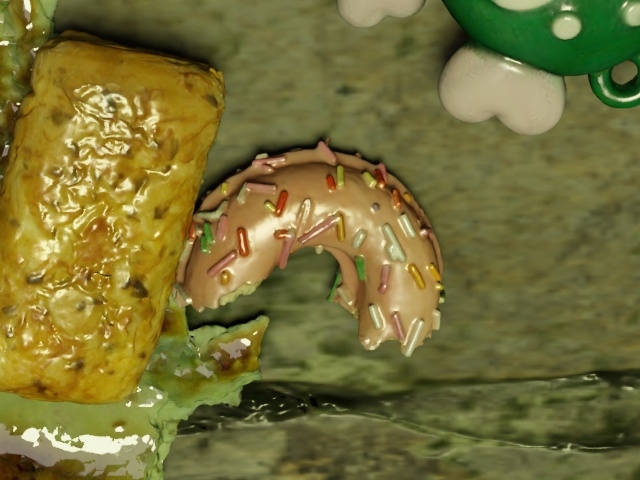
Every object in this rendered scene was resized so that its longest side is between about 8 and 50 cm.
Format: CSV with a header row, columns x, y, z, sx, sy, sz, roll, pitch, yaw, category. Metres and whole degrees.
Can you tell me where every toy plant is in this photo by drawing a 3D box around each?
x,y,z,sx,sy,sz,roll,pitch,yaw,category
0.116,-0.174,0.745,0.243,0.112,0.232,41,109,-11,toy plant

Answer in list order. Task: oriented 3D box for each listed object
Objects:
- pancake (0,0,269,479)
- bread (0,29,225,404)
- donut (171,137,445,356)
x,y,z,sx,sy,sz,roll,pitch,yaw,category
-0.226,0.009,0.870,0.304,0.067,0.427,-24,112,11,pancake
-0.127,-0.009,0.811,0.114,0.083,0.211,11,109,-16,bread
0.000,0.000,0.850,0.166,0.065,0.117,4,105,-10,donut
